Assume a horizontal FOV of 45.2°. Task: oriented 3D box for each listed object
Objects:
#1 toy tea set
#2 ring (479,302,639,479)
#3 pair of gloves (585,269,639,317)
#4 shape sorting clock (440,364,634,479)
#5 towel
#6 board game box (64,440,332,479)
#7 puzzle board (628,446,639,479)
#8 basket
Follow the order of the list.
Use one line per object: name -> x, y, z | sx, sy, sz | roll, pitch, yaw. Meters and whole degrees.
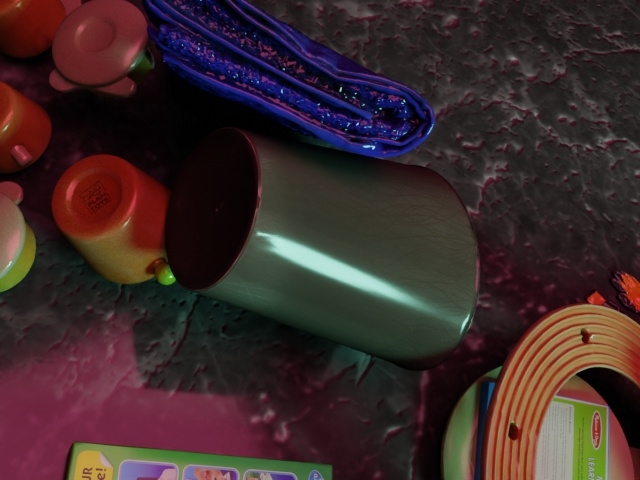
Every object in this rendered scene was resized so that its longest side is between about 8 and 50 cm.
toy tea set -> -0.223, -0.096, 0.688 | 0.199, 0.124, 0.336 | -6, 70, 7
ring -> 0.254, 0.225, 0.694 | 0.336, 0.032, 0.337 | 10, 73, -34
pair of gloves -> 0.347, 0.076, 0.878 | 0.083, 0.010, 0.074 | -33, 82, -30
shape sorting clock -> 0.209, 0.219, 0.736 | 0.206, 0.040, 0.206 | 4, 70, -11
towel -> -0.044, -0.136, 0.671 | 0.227, 0.308, 0.076 | 27, 95, -11
board game box -> -0.100, 0.320, 0.562 | 0.213, 0.046, 0.318 | 11, 63, -19
puzzle board -> 0.311, 0.272, 0.773 | 0.096, 0.011, 0.128 | 14, 62, -15
basket -> 0.000, 0.000, 0.644 | 0.226, 0.154, 0.205 | 14, 51, -40
